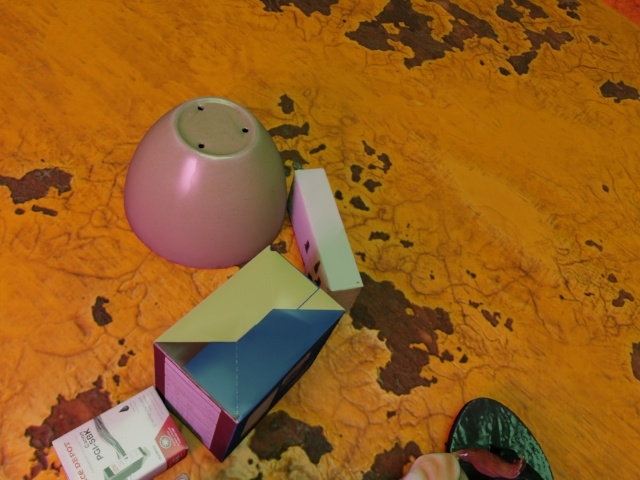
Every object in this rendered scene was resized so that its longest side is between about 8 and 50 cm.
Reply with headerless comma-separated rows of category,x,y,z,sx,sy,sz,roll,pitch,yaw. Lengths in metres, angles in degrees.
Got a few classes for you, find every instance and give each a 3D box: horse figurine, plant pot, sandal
horse figurine,0.138,0.343,0.698,0.263,0.066,0.174,-28,29,-12
plant pot,-0.180,-0.123,0.893,0.284,0.191,0.284,8,54,-12
sandal,0.266,0.423,0.709,0.167,0.107,0.446,12,54,-9

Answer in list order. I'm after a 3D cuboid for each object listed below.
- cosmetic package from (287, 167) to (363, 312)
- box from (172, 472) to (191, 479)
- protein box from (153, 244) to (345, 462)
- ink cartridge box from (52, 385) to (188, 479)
cosmetic package,0.000,0.000,0.921,0.060,0.099,0.239,-5,58,-20
box,-0.225,0.386,0.574,0.256,0.128,0.123,-28,69,-31
protein box,-0.100,0.154,0.722,0.136,0.201,0.200,40,55,12
ink cartridge box,-0.254,0.268,0.690,0.135,0.056,0.099,-27,69,-30
